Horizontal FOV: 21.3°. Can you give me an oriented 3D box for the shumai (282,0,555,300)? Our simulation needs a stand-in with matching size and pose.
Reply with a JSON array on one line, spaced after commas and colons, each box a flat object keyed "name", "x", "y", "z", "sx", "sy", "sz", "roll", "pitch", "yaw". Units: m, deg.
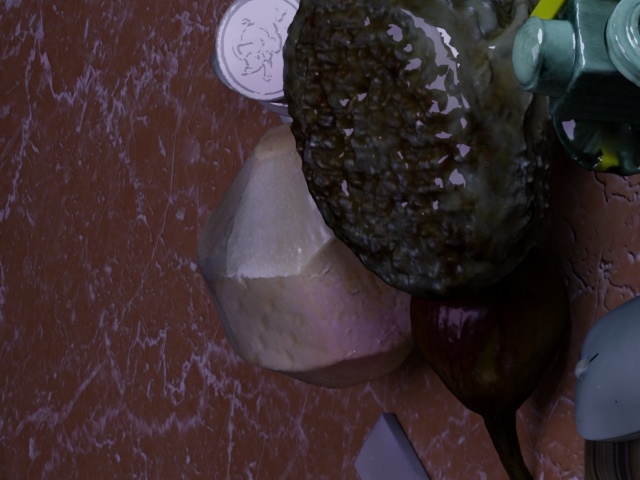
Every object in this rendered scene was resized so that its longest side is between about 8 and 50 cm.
[{"name": "shumai", "x": 0.172, "y": -0.162, "z": 1.920, "sx": 0.395, "sy": 0.348, "sz": 0.395, "roll": 29, "pitch": 130, "yaw": 40}]

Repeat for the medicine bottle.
[{"name": "medicine bottle", "x": -0.009, "y": -0.234, "z": 2.133, "sx": 0.170, "sy": 0.293, "sz": 0.170, "roll": 1, "pitch": 93, "yaw": 23}]

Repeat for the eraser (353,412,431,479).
[{"name": "eraser", "x": 0.098, "y": 0.319, "z": 2.271, "sx": 0.104, "sy": 0.023, "sz": 0.150, "roll": -63, "pitch": 38, "yaw": 32}]

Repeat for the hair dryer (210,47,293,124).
[{"name": "hair dryer", "x": -0.033, "y": -0.206, "z": 2.491, "sx": 0.173, "sy": 0.107, "sz": 0.357, "roll": -53, "pitch": 54, "yaw": 43}]

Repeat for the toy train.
[{"name": "toy train", "x": 0.379, "y": -0.197, "z": 1.516, "sx": 0.179, "sy": 0.442, "sz": 0.272, "roll": 118, "pitch": 154, "yaw": -61}]

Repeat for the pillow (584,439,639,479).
[{"name": "pillow", "x": 0.355, "y": 0.223, "z": 1.854, "sx": 0.203, "sy": 0.038, "sz": 0.113, "roll": -2, "pitch": 87, "yaw": 59}]

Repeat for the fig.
[{"name": "fig", "x": 0.222, "y": 0.145, "z": 1.980, "sx": 0.190, "sy": 0.190, "sz": 0.290, "roll": -30, "pitch": 79, "yaw": 53}]

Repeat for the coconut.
[{"name": "coconut", "x": 0.000, "y": 0.000, "z": 2.204, "sx": 0.352, "sy": 0.352, "sz": 0.353, "roll": -9, "pitch": 80, "yaw": 58}]

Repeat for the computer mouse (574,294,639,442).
[{"name": "computer mouse", "x": 0.351, "y": 0.119, "z": 1.780, "sx": 0.288, "sy": 0.097, "sz": 0.159, "roll": -22, "pitch": 54, "yaw": 51}]
